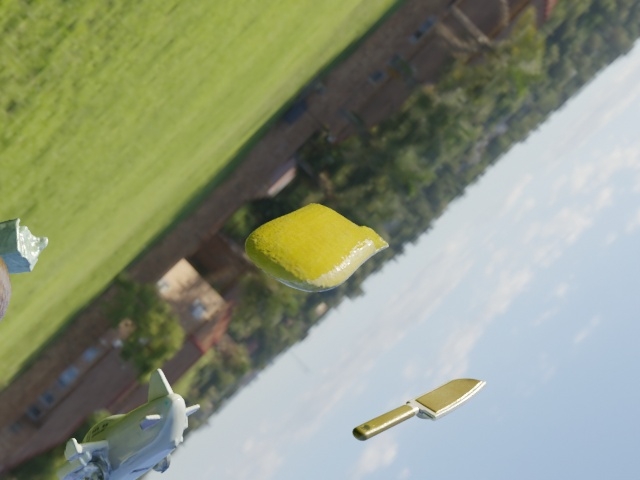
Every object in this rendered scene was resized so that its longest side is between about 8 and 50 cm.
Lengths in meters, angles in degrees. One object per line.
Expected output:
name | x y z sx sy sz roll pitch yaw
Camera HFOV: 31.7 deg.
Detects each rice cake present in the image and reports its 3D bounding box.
rice cake | -0.480 0.024 1.530 0.207 0.069 0.063 -10 144 6

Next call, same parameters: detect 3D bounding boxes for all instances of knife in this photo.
knife | 0.133 0.217 1.438 0.256 0.046 0.022 -15 122 -47

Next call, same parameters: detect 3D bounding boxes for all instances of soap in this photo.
soap | 0.000 0.000 0.989 0.168 0.089 0.033 -36 156 -56

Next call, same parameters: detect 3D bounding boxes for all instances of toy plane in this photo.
toy plane | -0.296 0.312 1.757 0.252 0.118 0.252 -28 161 -11

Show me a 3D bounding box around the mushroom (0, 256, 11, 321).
mushroom | -0.405 0.039 1.000 0.253 0.253 0.153 133 -33 -78
